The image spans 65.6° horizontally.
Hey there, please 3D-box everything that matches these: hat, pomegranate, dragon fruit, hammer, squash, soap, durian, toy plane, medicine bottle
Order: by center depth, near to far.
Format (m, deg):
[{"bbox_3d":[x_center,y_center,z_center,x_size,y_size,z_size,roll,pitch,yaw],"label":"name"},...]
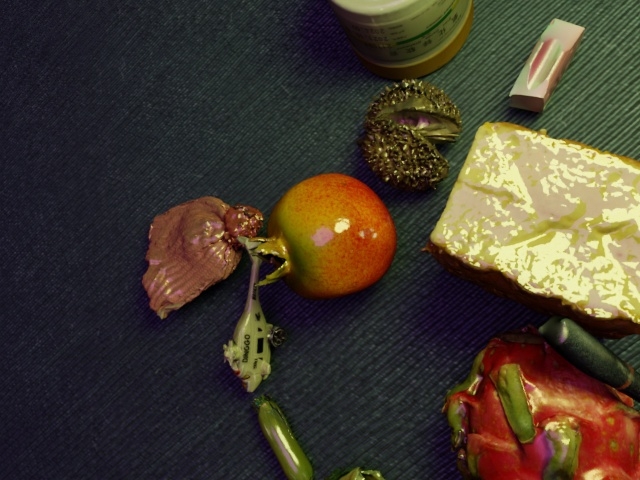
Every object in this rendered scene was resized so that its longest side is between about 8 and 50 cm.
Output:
[{"bbox_3d":[0.384,0.173,0.594,0.289,0.037,0.137,35,54,-7],"label":"hammer"},{"bbox_3d":[0.304,0.262,0.680,0.231,0.237,0.303,5,61,-22],"label":"dragon fruit"},{"bbox_3d":[0.369,-0.281,0.814,0.056,0.100,0.149,29,91,22],"label":"soap"},{"bbox_3d":[0.000,0.000,0.827,0.256,0.221,0.221,-19,68,-29],"label":"pomegranate"},{"bbox_3d":[0.136,-0.436,0.858,0.237,0.232,0.238,-3,80,20],"label":"medicine bottle"},{"bbox_3d":[0.145,-0.178,0.866,0.196,0.167,0.196,-18,50,22],"label":"durian"},{"bbox_3d":[-0.069,0.361,0.897,0.052,0.052,0.184,-37,67,11],"label":"squash"},{"bbox_3d":[-0.126,0.138,0.906,0.092,0.108,0.287,10,95,42],"label":"toy plane"},{"bbox_3d":[-0.229,0.007,0.986,0.286,0.107,0.237,-25,64,23],"label":"hat"}]

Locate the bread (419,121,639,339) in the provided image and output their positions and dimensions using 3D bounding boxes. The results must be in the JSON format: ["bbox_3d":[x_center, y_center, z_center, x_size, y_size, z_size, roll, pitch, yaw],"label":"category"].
[{"bbox_3d":[0.322,-0.006,0.693,0.278,0.279,0.207,24,88,24],"label":"bread"}]

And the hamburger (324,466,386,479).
[{"bbox_3d":[0.080,0.521,0.769,0.211,0.132,0.309,-45,70,6],"label":"hamburger"}]
